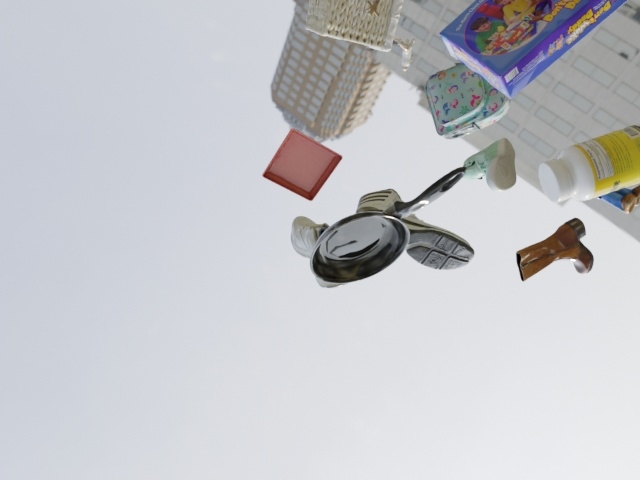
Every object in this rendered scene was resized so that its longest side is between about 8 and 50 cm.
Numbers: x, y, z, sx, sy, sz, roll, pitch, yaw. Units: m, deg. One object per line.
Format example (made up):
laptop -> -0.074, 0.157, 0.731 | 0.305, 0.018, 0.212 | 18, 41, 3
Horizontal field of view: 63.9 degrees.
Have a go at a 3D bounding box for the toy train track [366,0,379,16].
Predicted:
toy train track -> 0.140, -0.614, 1.342 | 0.048, 0.014, 0.083 | 42, -120, -30

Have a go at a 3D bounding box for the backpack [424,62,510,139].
backpack -> 0.484, -0.473, 1.686 | 0.191, 0.254, 0.224 | 6, -110, -65

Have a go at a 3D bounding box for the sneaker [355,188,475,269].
sneaker -> 0.339, -0.068, 1.840 | 0.448, 0.169, 0.257 | 18, -137, -9

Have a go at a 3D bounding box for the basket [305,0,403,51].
basket -> 0.125, -0.878, 1.826 | 0.267, 0.331, 0.328 | 6, -155, -17

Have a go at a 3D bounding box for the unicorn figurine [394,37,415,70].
unicorn figurine -> 0.322, -0.714, 1.932 | 0.060, 0.161, 0.111 | 2, -138, 26

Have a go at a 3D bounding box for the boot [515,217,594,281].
boot -> 0.893, 0.083, 1.957 | 0.281, 0.264, 0.096 | -31, -144, -5

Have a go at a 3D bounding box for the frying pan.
frying pan -> 0.094, -0.030, 0.924 | 0.198, 0.326, 0.053 | 1, -133, -28

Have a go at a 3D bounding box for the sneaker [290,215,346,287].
sneaker -> 0.000, 0.000, 1.366 | 0.111, 0.129, 0.297 | -17, -145, -19

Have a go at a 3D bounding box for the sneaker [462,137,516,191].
sneaker -> 0.470, -0.188, 1.466 | 0.094, 0.151, 0.255 | 50, -142, -14

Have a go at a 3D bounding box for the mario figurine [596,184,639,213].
mario figurine -> 1.020, -0.228, 1.909 | 0.321, 0.170, 0.198 | 31, -165, 36

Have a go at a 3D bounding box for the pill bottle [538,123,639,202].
pill bottle -> 0.909, -0.242, 1.682 | 0.334, 0.187, 0.187 | -18, -129, 4

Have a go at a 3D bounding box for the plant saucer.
plant saucer -> -0.079, -0.327, 2.208 | 0.259, 0.258, 0.047 | 26, -152, -21

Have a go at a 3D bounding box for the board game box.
board game box -> 0.468, -0.501, 1.109 | 0.078, 0.347, 0.233 | 38, -164, -48
